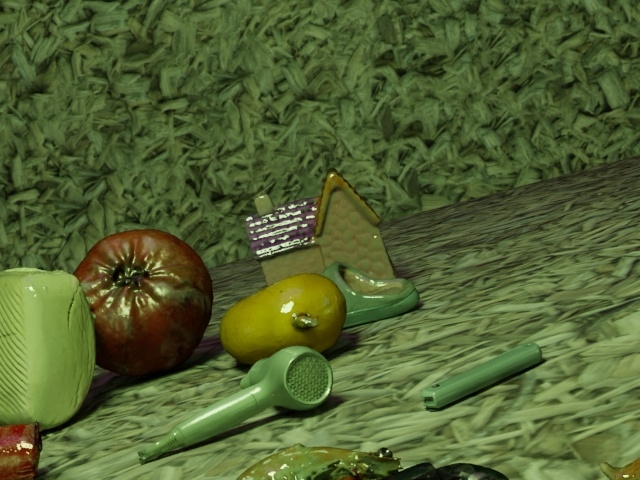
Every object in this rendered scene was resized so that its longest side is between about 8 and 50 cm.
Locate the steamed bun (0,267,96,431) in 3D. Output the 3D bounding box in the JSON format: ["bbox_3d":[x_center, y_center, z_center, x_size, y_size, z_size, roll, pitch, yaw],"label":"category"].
[{"bbox_3d":[-0.399,0.156,1.632,0.153,0.238,0.170,-3,-2,-43],"label":"steamed bun"}]

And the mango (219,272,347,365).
[{"bbox_3d":[-0.060,0.115,1.628,0.176,0.119,0.317,-28,7,-24],"label":"mango"}]

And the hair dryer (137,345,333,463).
[{"bbox_3d":[-0.114,0.200,1.323,0.237,0.075,0.206,-26,2,-22],"label":"hair dryer"}]

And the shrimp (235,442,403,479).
[{"bbox_3d":[-0.004,0.207,0.974,0.180,0.041,0.099,-11,8,33],"label":"shrimp"}]

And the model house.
[{"bbox_3d":[0.000,0.000,1.977,0.237,0.237,0.202,-15,7,7],"label":"model house"}]

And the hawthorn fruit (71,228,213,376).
[{"bbox_3d":[-0.285,0.121,1.811,0.242,0.242,0.271,-16,-34,-9],"label":"hawthorn fruit"}]

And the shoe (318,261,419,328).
[{"bbox_3d":[0.028,0.086,1.767,0.251,0.100,0.103,-12,8,15],"label":"shoe"}]

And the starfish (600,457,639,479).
[{"bbox_3d":[0.319,0.121,0.691,0.327,0.094,0.375,-16,0,10],"label":"starfish"}]

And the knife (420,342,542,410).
[{"bbox_3d":[0.172,0.143,1.198,0.162,0.023,0.044,-19,9,-31],"label":"knife"}]

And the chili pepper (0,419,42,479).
[{"bbox_3d":[-0.417,0.265,1.318,0.192,0.084,0.086,-11,-11,1],"label":"chili pepper"}]

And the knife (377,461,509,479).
[{"bbox_3d":[-0.028,0.228,0.828,0.365,0.043,0.089,-17,5,-7],"label":"knife"}]
